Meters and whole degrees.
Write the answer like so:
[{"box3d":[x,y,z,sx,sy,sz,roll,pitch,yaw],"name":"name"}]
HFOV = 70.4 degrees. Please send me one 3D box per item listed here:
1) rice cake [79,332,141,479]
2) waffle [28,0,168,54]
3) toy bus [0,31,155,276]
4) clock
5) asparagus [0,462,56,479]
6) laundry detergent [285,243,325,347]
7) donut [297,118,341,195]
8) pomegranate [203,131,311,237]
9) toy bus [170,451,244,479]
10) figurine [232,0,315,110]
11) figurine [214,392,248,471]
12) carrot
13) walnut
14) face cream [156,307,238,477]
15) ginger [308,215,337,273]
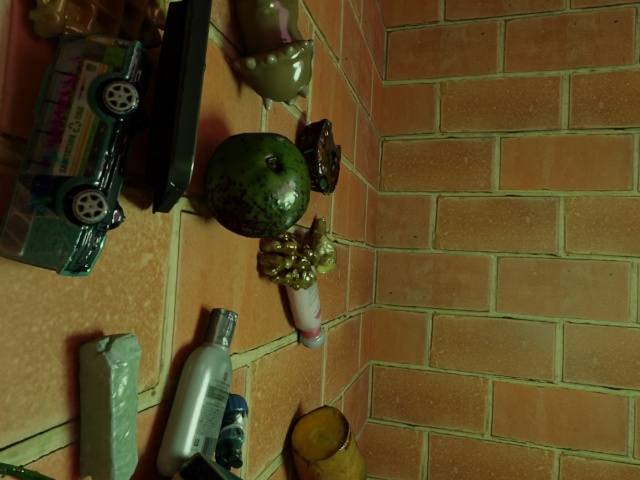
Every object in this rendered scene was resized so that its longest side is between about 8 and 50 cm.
[{"box3d":[-0.279,0.225,0.605,0.069,0.063,0.207,-27,119,-78],"name":"rice cake"},{"box3d":[-0.276,-0.341,0.567,0.261,0.056,0.250,-70,156,-49],"name":"waffle"},{"box3d":[-0.258,-0.093,0.497,0.091,0.108,0.262,142,-38,-80],"name":"toy bus"},{"box3d":[-0.200,-0.183,0.612,0.273,0.049,0.279,168,-73,-65],"name":"clock"},{"box3d":[-0.340,0.248,0.488,0.016,0.016,0.163,-57,151,-25],"name":"asparagus"},{"box3d":[-0.045,0.179,1.337,0.159,0.087,0.336,-77,162,-52],"name":"laundry detergent"},{"box3d":[-0.005,-0.250,1.403,0.230,0.095,0.216,35,61,-70],"name":"donut"},{"box3d":[-0.133,-0.090,0.893,0.248,0.214,0.215,-48,-158,52],"name":"pomegranate"},{"box3d":[-0.166,0.501,0.752,0.194,0.161,0.324,-48,147,-23],"name":"toy bus"},{"box3d":[-0.097,-0.403,0.941,0.173,0.176,0.248,-96,-172,-56],"name":"figurine"},{"box3d":[-0.181,0.372,0.885,0.087,0.086,0.149,62,6,-25],"name":"figurine"},{"box3d":[0.023,0.690,1.414,0.224,0.223,0.341,-67,148,-50],"name":"carrot"},{"box3d":[-0.070,0.048,1.143,0.170,0.069,0.143,22,62,-31],"name":"walnut"},{"box3d":[-0.210,0.269,0.823,0.144,0.070,0.292,65,32,-62],"name":"face cream"},{"box3d":[0.000,0.000,1.417,0.295,0.086,0.131,-98,173,-64],"name":"ginger"}]
